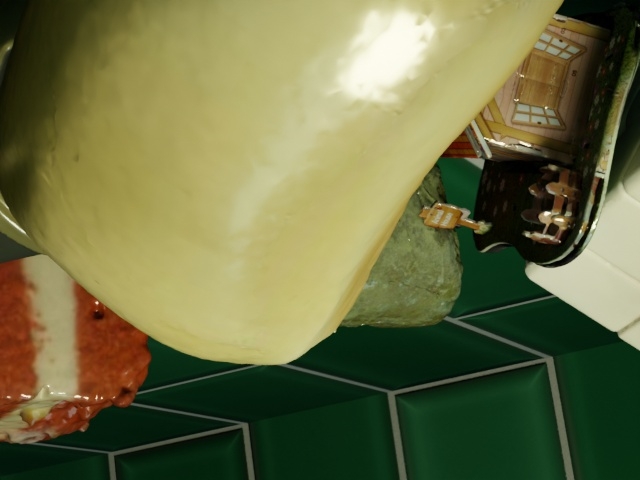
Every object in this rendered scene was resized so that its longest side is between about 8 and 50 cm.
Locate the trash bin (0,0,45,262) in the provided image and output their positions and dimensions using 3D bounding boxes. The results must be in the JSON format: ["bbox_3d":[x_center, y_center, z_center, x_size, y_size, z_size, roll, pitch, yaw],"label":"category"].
[{"bbox_3d":[-0.235,-0.081,1.207,0.334,0.214,0.214,-15,163,38],"label":"trash bin"}]

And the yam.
[{"bbox_3d":[0.000,0.000,1.648,0.300,0.195,0.195,0,162,-23],"label":"yam"}]

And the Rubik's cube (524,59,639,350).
[{"bbox_3d":[0.384,-0.053,1.232,0.292,0.290,0.291,32,153,-1],"label":"Rubik's cube"}]

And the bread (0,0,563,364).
[{"bbox_3d":[-0.023,-0.129,0.861,0.253,0.348,0.376,27,133,-4],"label":"bread"}]

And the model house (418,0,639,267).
[{"bbox_3d":[0.123,-0.099,1.252,0.154,0.207,0.294,15,180,-10],"label":"model house"}]

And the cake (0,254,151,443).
[{"bbox_3d":[-0.355,0.060,1.538,0.319,0.270,0.269,3,161,-28],"label":"cake"}]
